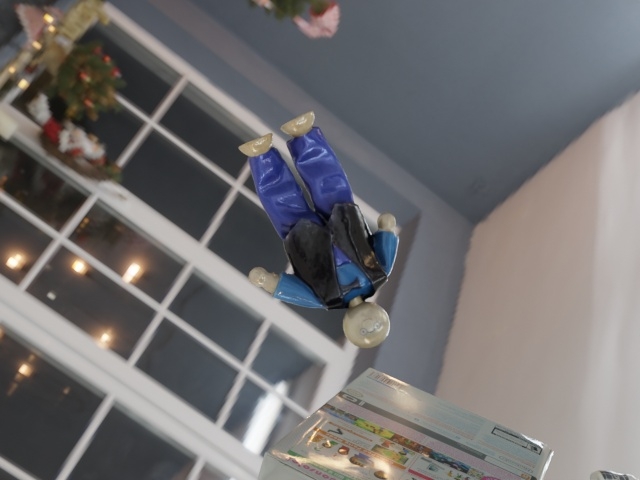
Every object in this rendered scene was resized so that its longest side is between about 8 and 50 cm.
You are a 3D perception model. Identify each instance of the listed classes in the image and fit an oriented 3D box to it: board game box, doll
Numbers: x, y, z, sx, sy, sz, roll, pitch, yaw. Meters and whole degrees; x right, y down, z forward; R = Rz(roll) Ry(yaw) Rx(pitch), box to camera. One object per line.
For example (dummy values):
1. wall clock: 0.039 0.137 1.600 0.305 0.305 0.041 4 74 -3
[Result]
1. board game box: 0.089 0.242 0.952 0.303 0.224 0.097 -16 125 -69
2. doll: 0.000 0.000 0.776 0.129 0.189 0.046 -28 -175 -13

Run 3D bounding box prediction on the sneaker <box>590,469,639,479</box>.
1. sneaker: 0.248 0.330 0.908 0.235 0.095 0.090 -65 -164 -10
